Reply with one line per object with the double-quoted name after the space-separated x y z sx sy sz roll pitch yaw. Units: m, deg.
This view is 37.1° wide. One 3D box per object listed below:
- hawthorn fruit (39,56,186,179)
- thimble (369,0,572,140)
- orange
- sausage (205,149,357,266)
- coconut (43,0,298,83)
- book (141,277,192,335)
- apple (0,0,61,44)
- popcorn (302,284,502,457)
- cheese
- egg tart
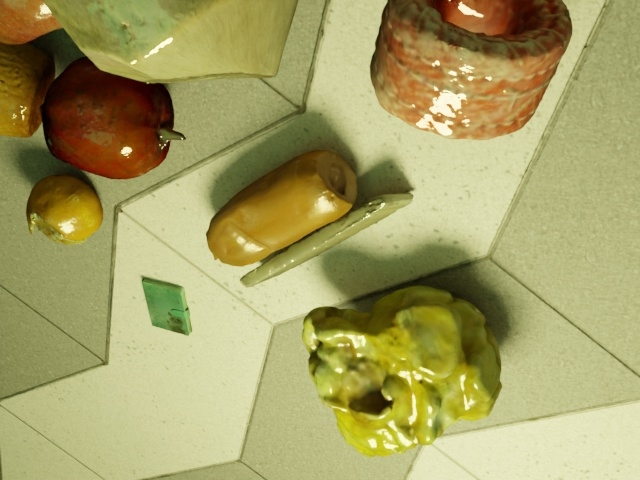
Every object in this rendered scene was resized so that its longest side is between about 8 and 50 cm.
-0.348 -0.202 1.628 0.249 0.215 0.215 20 135 14 "hawthorn fruit"
0.187 -0.249 1.234 0.239 0.239 0.162 23 140 9 "thimble"
-0.513 -0.056 1.893 0.156 0.134 0.157 17 125 26 "orange"
-0.084 -0.049 1.680 0.134 0.116 0.354 33 141 -28 "sausage"
-0.195 -0.372 1.268 0.415 0.415 0.344 48 154 -16 "coconut"
-0.327 0.144 2.046 0.103 0.017 0.135 13 133 19 "book"
-0.453 -0.428 1.466 0.253 0.253 0.254 15 133 16 "apple"
0.154 0.223 1.718 0.334 0.293 0.292 -20 79 8 "popcorn"
0.000 0.003 1.700 0.400 0.085 0.034 -30 82 41 "cheese"
-0.573 -0.282 1.690 0.170 0.215 0.215 17 136 -5 "egg tart"
